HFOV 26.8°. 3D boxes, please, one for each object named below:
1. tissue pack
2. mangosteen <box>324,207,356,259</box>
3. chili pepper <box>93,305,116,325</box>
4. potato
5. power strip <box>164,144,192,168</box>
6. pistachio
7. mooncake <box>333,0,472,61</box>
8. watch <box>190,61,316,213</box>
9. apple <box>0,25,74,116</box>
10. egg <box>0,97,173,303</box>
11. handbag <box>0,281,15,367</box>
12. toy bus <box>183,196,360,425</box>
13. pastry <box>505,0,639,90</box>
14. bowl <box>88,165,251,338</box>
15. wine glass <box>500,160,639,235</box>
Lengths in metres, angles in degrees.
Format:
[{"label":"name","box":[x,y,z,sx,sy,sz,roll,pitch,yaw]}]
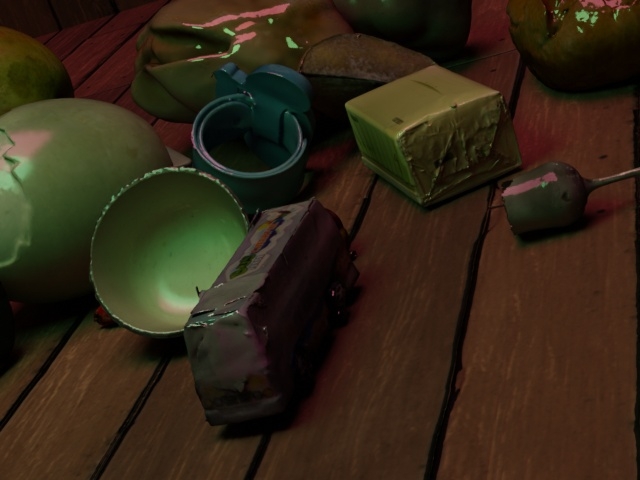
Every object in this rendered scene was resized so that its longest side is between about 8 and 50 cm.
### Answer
[{"label":"tissue pack","box":[0.151,-0.149,1.837,0.159,0.125,0.234,-24,22,-8]},{"label":"mangosteen","box":[-0.003,-0.001,1.698,0.081,0.081,0.081,-18,21,7]},{"label":"chili pepper","box":[-0.225,0.062,1.759,0.169,0.088,0.065,-30,58,-1]},{"label":"potato","box":[0.073,-0.246,2.054,0.261,0.120,0.100,6,61,-15]},{"label":"power strip","box":[-0.347,-0.066,2.133,0.261,0.141,0.229,-13,18,-23]},{"label":"pistachio","box":[-0.125,-0.290,2.227,0.446,0.281,0.365,-4,-7,44]},{"label":"mooncake","box":[0.132,-0.386,2.310,0.275,0.135,0.275,6,-8,1]},{"label":"watch","box":[-0.107,-0.141,1.971,0.211,0.211,0.193,-2,43,39]},{"label":"apple","box":[-0.614,-0.238,2.481,0.340,0.339,0.339,-18,21,7]},{"label":"egg","box":[-0.379,-0.050,1.852,0.336,0.278,0.278,-22,18,-36]},{"label":"handbag","box":[-0.527,0.135,1.696,0.181,0.181,0.254,1,28,29]},{"label":"toy bus","box":[-0.052,0.070,1.475,0.113,0.138,0.317,-14,20,20]},{"label":"pastry","box":[0.444,-0.345,2.004,0.356,0.163,0.356,-20,19,7]},{"label":"bowl","box":[-0.167,0.024,1.652,0.211,0.211,0.112,-16,-17,12]},{"label":"wine glass","box":[0.307,-0.062,1.553,0.196,0.079,0.079,-16,22,9]}]
